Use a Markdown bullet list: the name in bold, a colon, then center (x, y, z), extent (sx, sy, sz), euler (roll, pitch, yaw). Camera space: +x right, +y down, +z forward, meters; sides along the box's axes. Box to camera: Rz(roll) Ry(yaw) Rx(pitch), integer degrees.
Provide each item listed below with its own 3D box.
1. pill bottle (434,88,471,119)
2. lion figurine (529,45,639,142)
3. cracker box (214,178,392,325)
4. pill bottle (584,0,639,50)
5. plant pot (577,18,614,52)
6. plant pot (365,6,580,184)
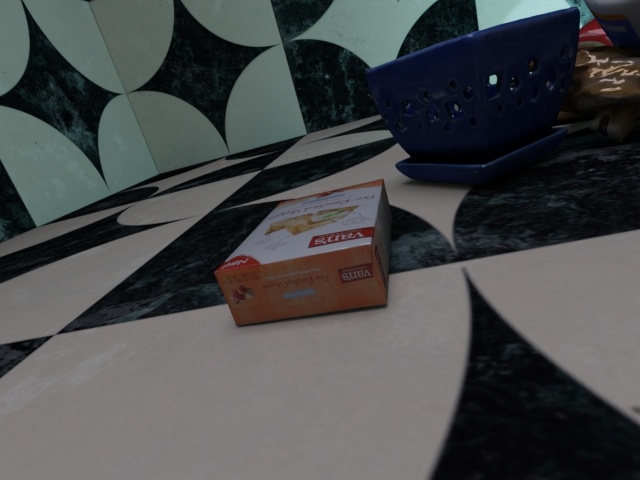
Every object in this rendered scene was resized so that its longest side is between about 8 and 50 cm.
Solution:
- **pill bottle**: center (0.357, -0.330, 1.019), extent (0.118, 0.117, 0.208), euler (-1, 25, 37)
- **lion figurine**: center (0.485, -0.279, 0.750), extent (0.240, 0.142, 0.392), euler (10, 24, 27)
- **cracker box**: center (0.000, 0.000, 0.470), extent (0.156, 0.067, 0.232), euler (-11, 20, 15)
- **pill bottle**: center (0.543, -0.361, 0.628), extent (0.272, 0.152, 0.152), euler (18, -2, -35)
- **plant pot**: center (0.622, -0.395, 0.879), extent (0.174, 0.191, 0.191), euler (-29, 23, -25)
- **plant pot**: center (0.248, -0.219, 0.657), extent (0.236, 0.212, 0.236), euler (-24, 21, -23)
